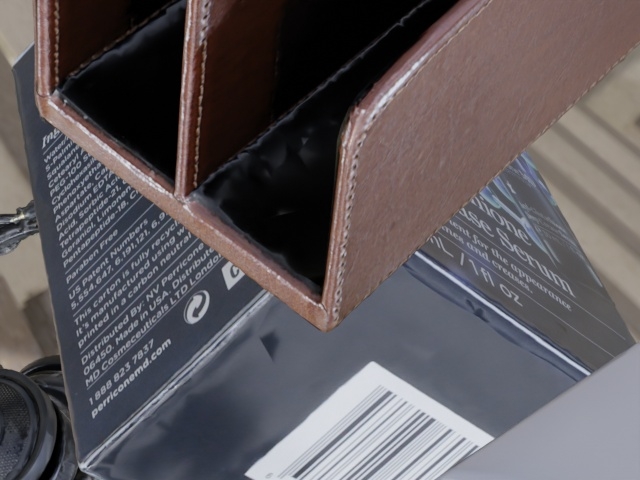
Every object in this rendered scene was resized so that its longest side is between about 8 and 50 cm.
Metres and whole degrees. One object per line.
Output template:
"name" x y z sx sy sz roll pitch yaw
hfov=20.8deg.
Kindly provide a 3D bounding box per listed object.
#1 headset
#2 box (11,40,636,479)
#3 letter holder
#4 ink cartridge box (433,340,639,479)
"headset" -0.230 0.165 1.525 0.185 0.394 0.243 -16 177 17
"box" 0.000 0.000 1.083 0.212 0.395 0.293 -44 127 18
"letter holder" 0.052 -0.155 0.639 0.302 0.152 0.214 -42 158 -31
"ink cartridge box" 0.110 0.209 0.622 0.223 0.129 0.308 -20 125 -58
